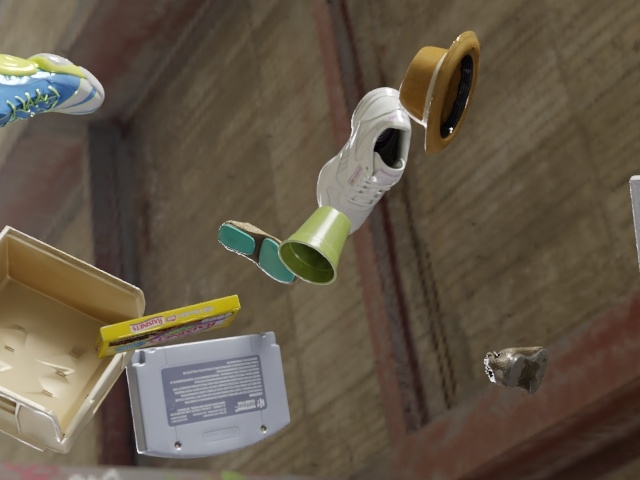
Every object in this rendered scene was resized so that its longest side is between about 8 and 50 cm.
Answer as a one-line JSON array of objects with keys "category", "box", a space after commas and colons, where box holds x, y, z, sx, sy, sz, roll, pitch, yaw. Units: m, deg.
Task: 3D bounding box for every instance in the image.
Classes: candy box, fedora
[{"category": "candy box", "box": [-0.225, 0.127, 1.698, 0.105, 0.206, 0.027, 132, -57, -67]}, {"category": "fedora", "box": [0.166, -0.220, 1.679, 0.079, 0.194, 0.194, 23, -75, 20]}]

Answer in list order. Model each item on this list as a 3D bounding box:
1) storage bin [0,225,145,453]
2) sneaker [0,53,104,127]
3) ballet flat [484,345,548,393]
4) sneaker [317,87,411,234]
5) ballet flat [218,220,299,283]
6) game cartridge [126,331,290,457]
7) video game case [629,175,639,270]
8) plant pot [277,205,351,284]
[{"category": "storage bin", "box": [-0.437, 0.154, 1.764, 0.123, 0.260, 0.262, 108, 9, -49]}, {"category": "sneaker", "box": [-0.379, -0.168, 1.407, 0.091, 0.240, 0.126, -40, -134, 47]}, {"category": "ballet flat", "box": [0.322, 0.210, 1.906, 0.058, 0.250, 0.084, 15, -89, 26]}, {"category": "sneaker", "box": [0.080, -0.124, 2.127, 0.152, 0.114, 0.305, -113, -142, -53]}, {"category": "ballet flat", "box": [-0.095, 0.015, 2.079, 0.206, 0.067, 0.073, 32, -65, 34]}, {"category": "game cartridge", "box": [-0.189, 0.268, 1.975, 0.060, 0.294, 0.196, -22, -104, 51]}, {"category": "video game case", "box": [0.425, -0.006, 1.262, 0.157, 0.019, 0.143, -3, -72, 26]}, {"category": "plant pot", "box": [0.000, 0.000, 1.479, 0.083, 0.083, 0.079, -27, -153, 54]}]
